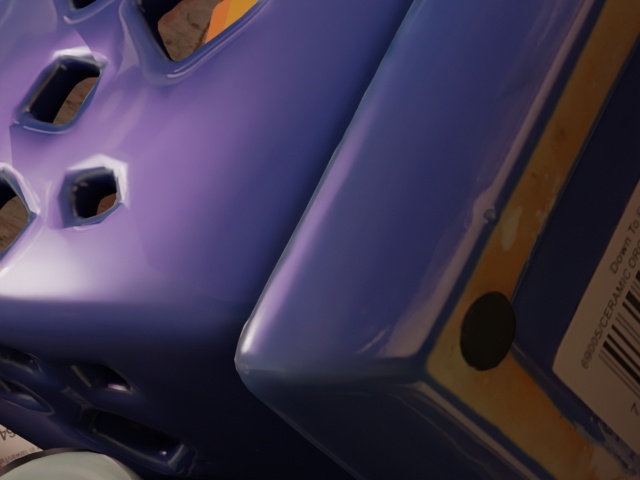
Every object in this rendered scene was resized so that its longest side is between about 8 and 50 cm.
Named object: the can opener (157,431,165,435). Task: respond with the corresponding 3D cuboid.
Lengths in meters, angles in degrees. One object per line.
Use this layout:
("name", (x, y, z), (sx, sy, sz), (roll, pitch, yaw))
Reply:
("can opener", (-0.113, 0.181, 1.174), (0.059, 0.073, 0.186), (-35, 34, 47))

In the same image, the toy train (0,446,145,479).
("toy train", (-0.062, 0.198, 0.375), (0.190, 0.142, 0.334), (-36, 44, 5))

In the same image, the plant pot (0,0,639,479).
("plant pot", (0.033, -0.011, 0.512), (0.212, 0.236, 0.236), (11, 66, 45))

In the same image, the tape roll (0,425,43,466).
("tape roll", (-0.221, 0.111, 1.316), (0.321, 0.077, 0.321), (-27, -16, -8))

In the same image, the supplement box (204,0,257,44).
("supplement box", (0.021, -0.162, 1.100), (0.233, 0.080, 0.078), (-28, 39, 42))

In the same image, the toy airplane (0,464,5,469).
("toy airplane", (-0.270, 0.309, 1.081), (0.386, 0.272, 0.384), (-20, 83, 61))
